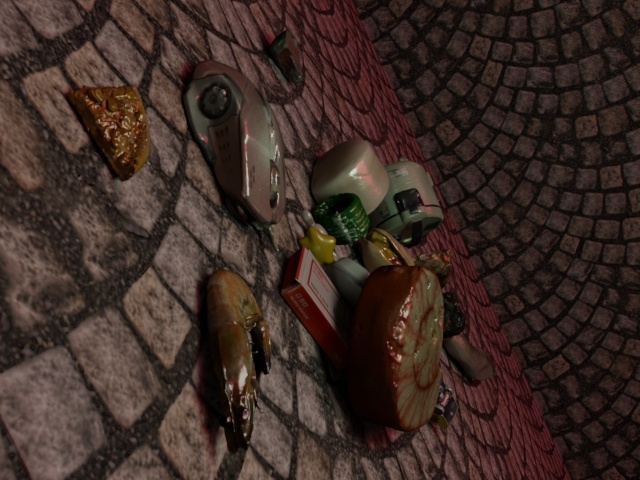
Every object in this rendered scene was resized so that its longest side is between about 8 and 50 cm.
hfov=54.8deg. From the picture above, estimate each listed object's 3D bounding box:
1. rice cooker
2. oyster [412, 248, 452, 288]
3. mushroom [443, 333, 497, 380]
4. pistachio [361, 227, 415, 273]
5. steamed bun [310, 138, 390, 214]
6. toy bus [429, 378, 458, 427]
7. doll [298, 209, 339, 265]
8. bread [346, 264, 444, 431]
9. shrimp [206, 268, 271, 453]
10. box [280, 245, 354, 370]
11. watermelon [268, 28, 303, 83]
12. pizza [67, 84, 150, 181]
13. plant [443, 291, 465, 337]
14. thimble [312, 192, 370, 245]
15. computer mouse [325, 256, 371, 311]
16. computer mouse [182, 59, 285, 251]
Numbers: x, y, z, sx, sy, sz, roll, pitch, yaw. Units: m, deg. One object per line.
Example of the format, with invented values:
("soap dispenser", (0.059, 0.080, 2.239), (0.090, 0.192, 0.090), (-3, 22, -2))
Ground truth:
("rice cooker", (0.242, -0.101, 1.823), (0.226, 0.226, 0.244), (24, 47, -62))
("oyster", (0.374, 0.101, 2.075), (0.110, 0.166, 0.341), (64, 1, 21))
("mushroom", (0.504, 0.393, 2.118), (0.351, 0.097, 0.109), (43, 29, -43))
("pistachio", (0.170, 0.054, 1.640), (0.200, 0.117, 0.145), (44, -10, -31))
("steamed bun", (0.078, -0.159, 1.560), (0.146, 0.164, 0.241), (55, 22, -23))
("toy bus", (0.273, 0.369, 1.557), (0.226, 0.074, 0.081), (55, 52, -25))
("doll", (-0.004, -0.006, 1.331), (0.135, 0.072, 0.113), (62, 12, 4))
("bread", (0.158, 0.210, 1.231), (0.295, 0.114, 0.327), (12, 84, -61))
("shrimp", (-0.105, 0.173, 0.886), (0.169, 0.058, 0.295), (48, 23, -47))
("box", (0.003, 0.131, 1.204), (0.229, 0.050, 0.123), (57, 21, -25))
("watermelon", (-0.091, -0.485, 1.655), (0.187, 0.071, 0.139), (-56, 127, -77))
("pizza", (-0.280, -0.168, 0.841), (0.131, 0.041, 0.178), (48, 27, -38))
("plant", (0.374, 0.236, 1.908), (0.203, 0.131, 0.142), (52, 23, -57))
("thimble", (0.049, -0.048, 1.414), (0.090, 0.118, 0.130), (61, 1, -24))
("computer mouse", (0.075, 0.115, 1.336), (0.128, 0.079, 0.231), (37, -12, 29))
("computer mouse", (-0.127, -0.169, 1.128), (0.199, 0.115, 0.388), (0, 66, -65))
